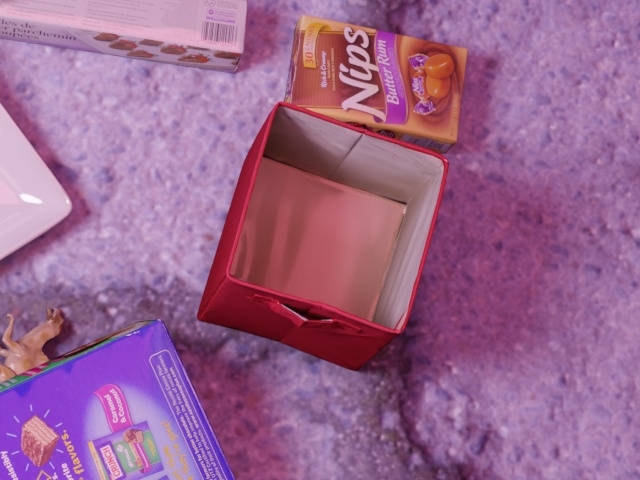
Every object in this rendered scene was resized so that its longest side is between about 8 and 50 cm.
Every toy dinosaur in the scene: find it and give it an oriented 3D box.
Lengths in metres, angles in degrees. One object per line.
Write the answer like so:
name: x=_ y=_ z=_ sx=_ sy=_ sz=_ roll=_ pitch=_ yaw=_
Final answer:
toy dinosaur: x=-0.306 y=0.139 z=1.834 sx=0.092 sy=0.053 sz=0.183 roll=19 pitch=72 yaw=-8

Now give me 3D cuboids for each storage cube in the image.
storage cube: x=0.000 y=0.000 z=1.866 sx=0.183 sy=0.193 sz=0.215 roll=18 pitch=71 yaw=-7

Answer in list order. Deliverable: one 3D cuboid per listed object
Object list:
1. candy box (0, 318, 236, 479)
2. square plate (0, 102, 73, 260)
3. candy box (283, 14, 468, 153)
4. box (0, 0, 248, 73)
candy box: x=-0.247 y=0.257 z=1.763 sx=0.317 sy=0.122 sz=0.268 roll=-24 pitch=92 yaw=-18
square plate: x=-0.479 y=-0.073 z=1.838 sx=0.347 sy=0.049 sz=0.344 roll=-36 pitch=92 yaw=-19
candy box: x=0.058 y=-0.166 z=1.998 sx=0.186 sy=0.053 sz=0.109 roll=10 pitch=74 yaw=-8
box: x=-0.238 y=-0.236 z=1.945 sx=0.324 sy=0.063 sz=0.067 roll=7 pitch=72 yaw=-11
